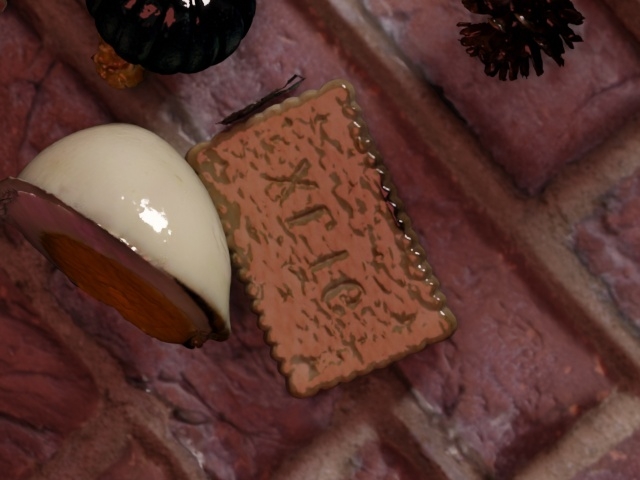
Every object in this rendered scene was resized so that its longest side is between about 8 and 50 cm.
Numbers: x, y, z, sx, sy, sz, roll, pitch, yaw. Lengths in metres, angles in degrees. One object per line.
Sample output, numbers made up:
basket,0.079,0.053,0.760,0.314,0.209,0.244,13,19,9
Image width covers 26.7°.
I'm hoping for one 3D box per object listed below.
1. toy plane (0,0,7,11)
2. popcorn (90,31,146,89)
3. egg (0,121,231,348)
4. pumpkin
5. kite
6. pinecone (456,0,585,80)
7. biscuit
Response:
toy plane,-0.422,-0.278,1.572,0.121,0.031,0.049,8,90,11
popcorn,-0.226,-0.214,1.522,0.057,0.083,0.082,2,72,11
egg,-0.192,-0.021,1.471,0.286,0.264,0.174,31,71,16
pumpkin,-0.161,-0.271,1.460,0.150,0.194,0.194,-2,99,51
kite,-0.064,-0.154,1.487,0.157,0.139,0.011,-27,95,52
pinecone,0.207,-0.228,1.418,0.140,0.140,0.121,44,102,2
biscuit,0.000,0.000,1.527,0.217,0.044,0.324,-25,92,11
